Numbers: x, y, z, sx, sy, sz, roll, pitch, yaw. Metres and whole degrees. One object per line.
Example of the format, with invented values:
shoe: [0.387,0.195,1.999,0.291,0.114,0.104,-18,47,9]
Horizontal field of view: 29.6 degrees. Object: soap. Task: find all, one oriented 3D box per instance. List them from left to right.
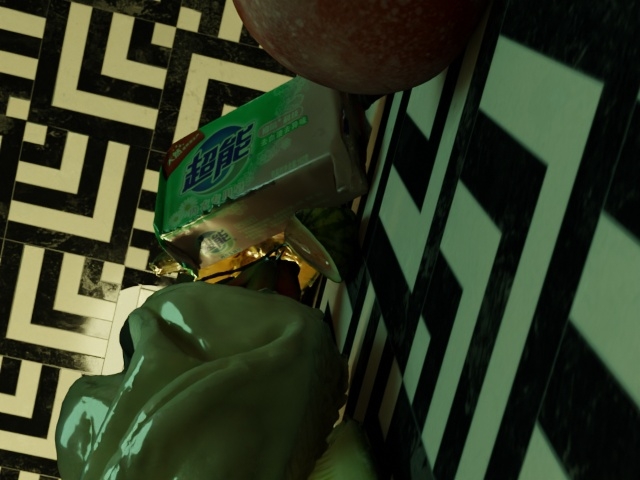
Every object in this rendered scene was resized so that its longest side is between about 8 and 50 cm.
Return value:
soap: [-0.065,-0.091,1.448,0.273,0.098,0.218,-24,43,26]

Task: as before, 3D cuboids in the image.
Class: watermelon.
watermelon: [0.013,-0.006,1.361,0.069,0.087,0.163,-48,-2,-11]

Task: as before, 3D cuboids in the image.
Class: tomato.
tomato: [0.028,-0.257,0.998,0.270,0.227,0.270,-168,90,-81]

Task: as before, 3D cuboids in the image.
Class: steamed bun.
steamed bun: [-0.119,0.195,1.076,0.394,0.237,0.347,-58,-25,-69]

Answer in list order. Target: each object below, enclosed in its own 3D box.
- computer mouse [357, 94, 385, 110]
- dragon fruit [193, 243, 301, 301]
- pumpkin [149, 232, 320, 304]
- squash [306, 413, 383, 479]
computer mouse: [0.063,-0.221,1.355,0.192,0.062,0.106,118,164,-62]
dragon fruit: [-0.089,0.139,1.399,0.234,0.233,0.293,117,177,-66]
pumpkin: [-0.118,0.010,1.703,0.232,0.242,0.325,-98,25,-50]
squash: [-0.013,0.238,0.888,0.093,0.169,0.252,60,-178,-12]
